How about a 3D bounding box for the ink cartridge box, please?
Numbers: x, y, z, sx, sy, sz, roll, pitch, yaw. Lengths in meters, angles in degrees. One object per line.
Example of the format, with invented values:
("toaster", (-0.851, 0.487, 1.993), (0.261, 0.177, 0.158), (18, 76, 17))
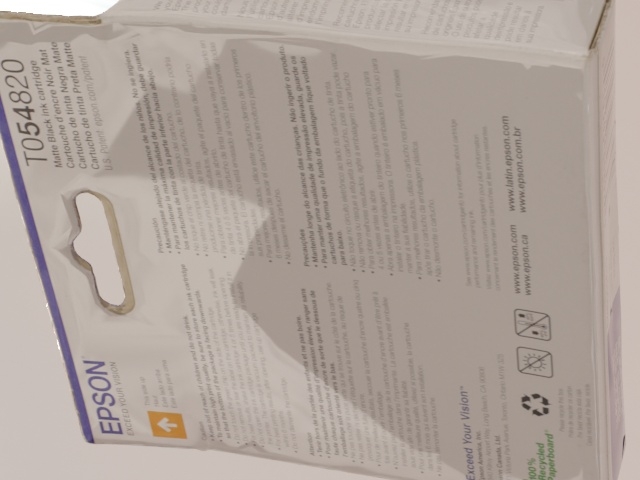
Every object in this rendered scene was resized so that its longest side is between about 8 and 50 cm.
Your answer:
("ink cartridge box", (0.000, 0.000, 0.724), (0.045, 0.224, 0.223), (-67, 157, -46))
